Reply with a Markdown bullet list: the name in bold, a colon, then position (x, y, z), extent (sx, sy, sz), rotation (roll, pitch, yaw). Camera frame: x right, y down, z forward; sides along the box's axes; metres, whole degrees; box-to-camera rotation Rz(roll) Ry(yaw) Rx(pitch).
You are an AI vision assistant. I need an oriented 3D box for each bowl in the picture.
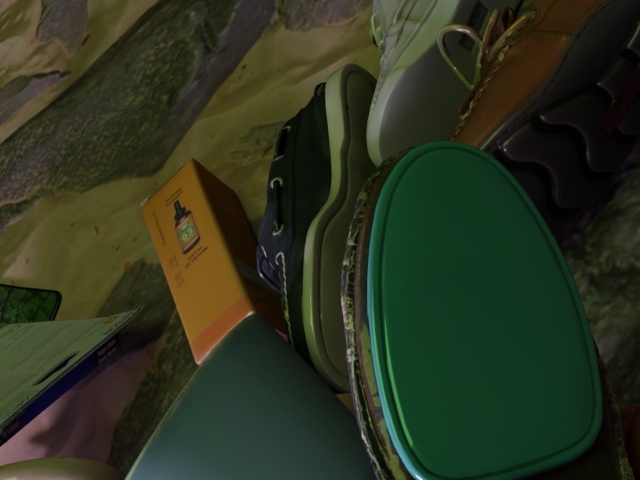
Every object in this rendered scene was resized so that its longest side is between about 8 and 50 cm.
- **bowl**: position (-0.055, 0.228, 1.170), extent (0.163, 0.311, 0.312), rotation (29, 86, 7)

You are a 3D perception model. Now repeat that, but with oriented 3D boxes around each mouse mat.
- **mouse mat**: position (-0.367, 0.119, 1.725), extent (0.189, 0.007, 0.153), rotation (3, 68, 46)

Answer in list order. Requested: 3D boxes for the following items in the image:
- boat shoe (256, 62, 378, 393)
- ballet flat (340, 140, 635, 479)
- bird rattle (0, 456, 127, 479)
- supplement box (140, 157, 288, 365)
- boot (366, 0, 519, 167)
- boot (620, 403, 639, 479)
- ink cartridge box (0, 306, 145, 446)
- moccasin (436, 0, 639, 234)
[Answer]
- **boat shoe**: position (-0.003, -0.002, 1.354), extent (0.113, 0.127, 0.340), rotation (-26, 48, 32)
- **ballet flat**: position (0.114, 0.174, 0.913), extent (0.182, 0.164, 0.483), rotation (107, 148, -53)
- **bird rattle**: position (-0.272, 0.236, 1.392), extent (0.206, 0.253, 0.143), rotation (-17, 51, 7)
- **supplement box**: position (-0.097, 0.029, 1.464), extent (0.078, 0.080, 0.233), rotation (-42, 44, 16)
- **boot**: position (0.089, -0.171, 1.412), extent (0.123, 0.095, 0.258), rotation (6, 62, 53)
- **boot**: position (0.238, 0.222, 0.914), extent (0.220, 0.109, 0.284), rotation (-22, 76, 49)
- **ink cartridge box**: position (-0.302, 0.146, 1.522), extent (0.224, 0.045, 0.223), rotation (-9, 23, 41)
- **moccasin**: position (0.184, -0.137, 1.246), extent (0.147, 0.139, 0.380), rotation (32, 89, 50)
